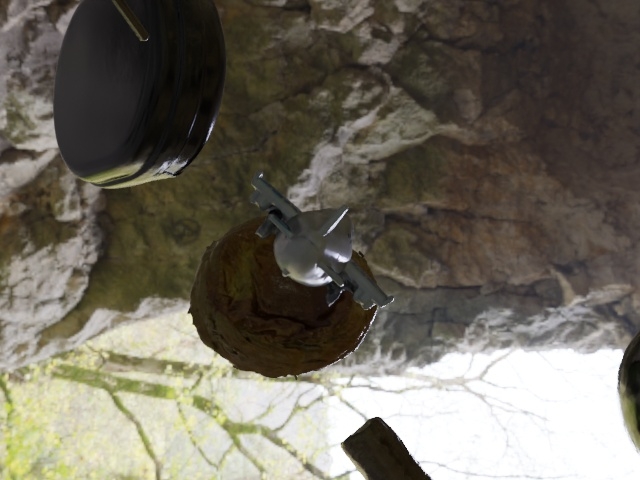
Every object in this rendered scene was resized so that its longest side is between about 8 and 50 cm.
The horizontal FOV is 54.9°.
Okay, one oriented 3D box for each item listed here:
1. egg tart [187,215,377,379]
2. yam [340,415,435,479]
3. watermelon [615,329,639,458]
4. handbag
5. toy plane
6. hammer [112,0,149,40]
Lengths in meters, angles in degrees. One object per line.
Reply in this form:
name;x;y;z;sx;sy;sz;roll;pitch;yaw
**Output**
egg tart;-0.069;0.108;1.128;0.150;0.352;0.351;92;-6;-51
yam;0.158;0.373;0.769;0.356;0.081;0.081;52;-14;5
watermelon;0.395;0.155;0.588;0.212;0.212;0.212;180;-90;-82
handbag;-0.218;-0.188;0.718;0.308;0.093;0.253;-3;-95;48
toy plane;-0.004;0.004;0.883;0.122;0.267;0.267;-46;-168;1
hammer;-0.144;-0.173;0.395;0.019;0.036;0.110;54;-2;37
